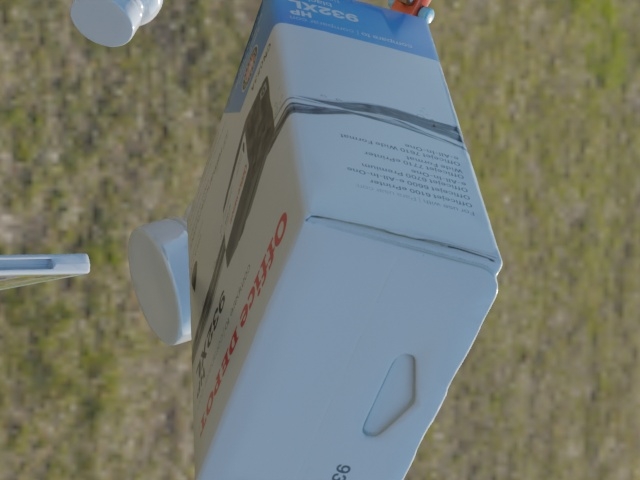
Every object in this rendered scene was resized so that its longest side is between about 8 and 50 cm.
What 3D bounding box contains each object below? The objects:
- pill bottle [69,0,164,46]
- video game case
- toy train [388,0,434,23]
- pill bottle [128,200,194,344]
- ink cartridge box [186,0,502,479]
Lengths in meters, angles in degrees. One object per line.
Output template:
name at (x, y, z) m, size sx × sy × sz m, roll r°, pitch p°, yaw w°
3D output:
pill bottle at (-0.230, -0.321, 1.933) m, size 0.108 × 0.108 × 0.180 m, roll 73°, pitch 30°, yaw -45°
video game case at (-0.372, 0.037, 1.597) m, size 0.193 × 0.212 × 0.023 m, roll 0°, pitch 81°, yaw -52°
toy train at (0.077, -0.322, 1.865) m, size 0.125 × 0.166 × 0.046 m, roll -57°, pitch 146°, yaw 3°
pill bottle at (-0.073, 0.017, 2.270) m, size 0.361 × 0.204 × 0.204 m, roll -17°, pitch 114°, yaw -25°
ink cartridge box at (0.000, 0.000, 1.075) m, size 0.307 × 0.129 × 0.223 m, roll -99°, pitch -153°, yaw -55°
